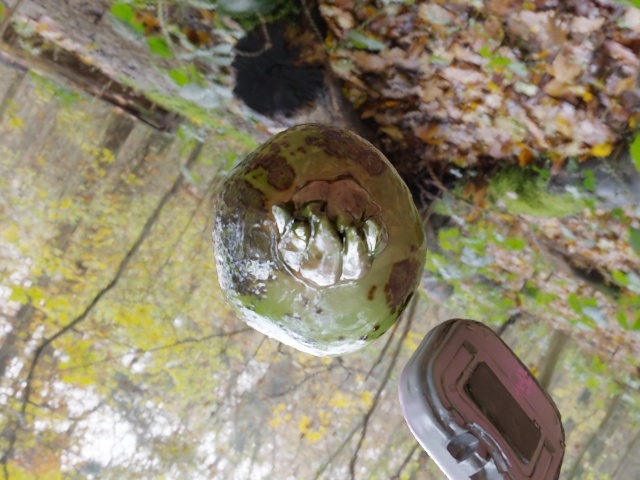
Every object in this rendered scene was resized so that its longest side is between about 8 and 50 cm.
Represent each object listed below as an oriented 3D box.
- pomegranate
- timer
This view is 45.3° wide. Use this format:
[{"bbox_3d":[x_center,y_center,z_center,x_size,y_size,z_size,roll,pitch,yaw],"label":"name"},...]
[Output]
[{"bbox_3d":[0.013,-0.011,0.731,0.222,0.204,0.276,51,148,1],"label":"pomegranate"},{"bbox_3d":[0.183,0.191,0.837,0.208,0.069,0.191,51,-144,-2],"label":"timer"}]
